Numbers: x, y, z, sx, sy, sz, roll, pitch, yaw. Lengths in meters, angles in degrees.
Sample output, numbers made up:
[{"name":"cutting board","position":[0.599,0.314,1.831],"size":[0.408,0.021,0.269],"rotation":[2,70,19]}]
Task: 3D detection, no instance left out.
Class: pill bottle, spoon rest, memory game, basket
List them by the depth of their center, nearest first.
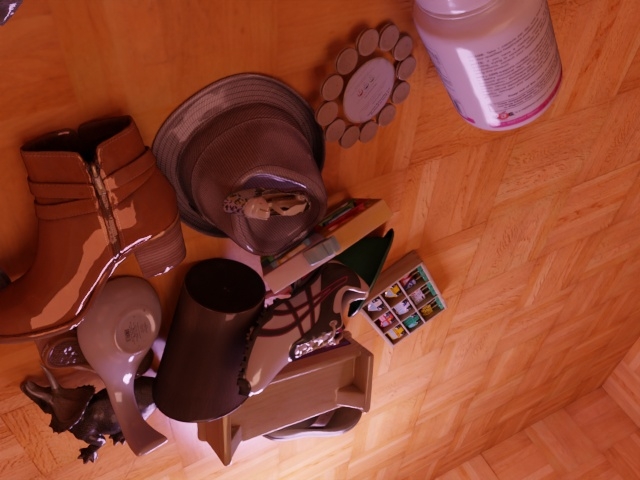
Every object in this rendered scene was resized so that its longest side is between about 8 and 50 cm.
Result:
[{"name":"pill bottle","position":[0.215,-0.281,0.827],"size":[0.160,0.160,0.283],"rotation":[-40,145,7]},{"name":"memory game","position":[0.066,-0.212,0.885],"size":[0.186,0.012,0.186],"rotation":[-31,143,-27]},{"name":"spoon rest","position":[-0.296,0.188,0.969],"size":[0.137,0.084,0.277],"rotation":[-19,111,-45]},{"name":"basket","position":[-0.172,0.155,1.034],"size":[0.204,0.154,0.227],"rotation":[-32,147,-45]}]

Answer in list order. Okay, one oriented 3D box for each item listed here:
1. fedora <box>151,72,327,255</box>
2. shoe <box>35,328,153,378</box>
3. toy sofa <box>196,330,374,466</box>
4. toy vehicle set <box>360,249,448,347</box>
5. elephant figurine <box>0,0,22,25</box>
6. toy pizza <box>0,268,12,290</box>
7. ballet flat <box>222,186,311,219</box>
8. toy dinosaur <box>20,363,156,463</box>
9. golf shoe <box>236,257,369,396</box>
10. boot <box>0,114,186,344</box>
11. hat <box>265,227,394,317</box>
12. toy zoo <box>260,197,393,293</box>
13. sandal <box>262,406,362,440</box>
[{"name":"fedora","position":[-0.083,-0.074,0.856],"size":[0.243,0.124,0.275],"rotation":[-33,145,-4]},{"name":"shoe","position":[-0.350,0.170,0.993],"size":[0.219,0.058,0.077],"rotation":[31,84,-57]},{"name":"toy sofa","position":[-0.080,0.301,1.311],"size":[0.362,0.177,0.150],"rotation":[-11,114,-30]},{"name":"toy vehicle set","position":[0.181,0.137,1.400],"size":[0.166,0.035,0.267],"rotation":[-37,145,2]},{"name":"elephant figurine","position":[-0.264,-0.311,0.432],"size":[0.169,0.186,0.239],"rotation":[-6,152,40]},{"name":"toy pizza","position":[-0.489,0.081,0.784],"size":[0.201,0.032,0.201],"rotation":[-23,142,-19]},{"name":"ballet flat","position":[-0.061,-0.044,0.772],"size":[0.114,0.041,0.041],"rotation":[-7,137,-27]},{"name":"toy dinosaur","position":[-0.340,0.286,1.075],"size":[0.313,0.121,0.160],"rotation":[1,145,-35]},{"name":"golf shoe","position":[-0.029,0.135,0.990],"size":[0.273,0.120,0.105],"rotation":[-55,162,-27]},{"name":"boot","position":[-0.307,-0.011,0.753],"size":[0.283,0.109,0.220],"rotation":[-23,135,-14]},{"name":"hat","position":[0.010,0.029,1.141],"size":[0.208,0.183,0.173],"rotation":[-65,-178,-40]},{"name":"toy zoo","position":[0.000,0.000,0.931],"size":[0.192,0.030,0.293],"rotation":[-33,-173,-4]},{"name":"sandal","position":[-0.013,0.396,1.484],"size":[0.302,0.120,0.086],"rotation":[0,119,-39]}]
